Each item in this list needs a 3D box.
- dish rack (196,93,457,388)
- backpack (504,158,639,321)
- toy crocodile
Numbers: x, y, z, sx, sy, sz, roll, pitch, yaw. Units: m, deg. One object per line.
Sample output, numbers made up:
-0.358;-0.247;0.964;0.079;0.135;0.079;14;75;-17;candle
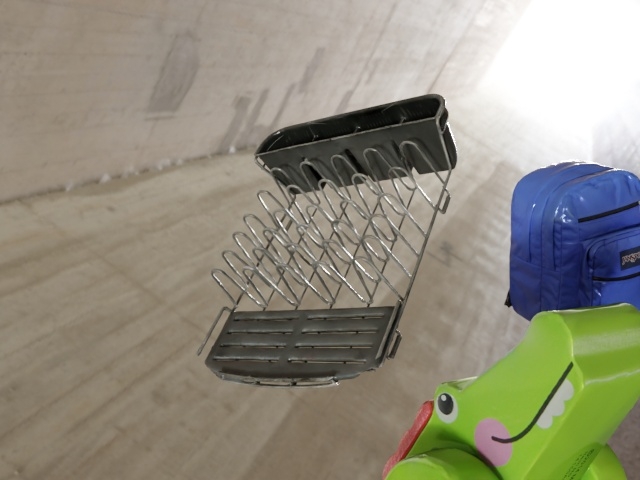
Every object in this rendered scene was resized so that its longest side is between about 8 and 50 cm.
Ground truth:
0.000;0.000;0.635;0.208;0.074;0.272;-7;44;37;dish rack
0.204;0.001;0.559;0.097;0.101;0.120;-16;-71;-23;backpack
0.063;0.166;0.395;0.115;0.105;0.341;-5;-52;-35;toy crocodile
